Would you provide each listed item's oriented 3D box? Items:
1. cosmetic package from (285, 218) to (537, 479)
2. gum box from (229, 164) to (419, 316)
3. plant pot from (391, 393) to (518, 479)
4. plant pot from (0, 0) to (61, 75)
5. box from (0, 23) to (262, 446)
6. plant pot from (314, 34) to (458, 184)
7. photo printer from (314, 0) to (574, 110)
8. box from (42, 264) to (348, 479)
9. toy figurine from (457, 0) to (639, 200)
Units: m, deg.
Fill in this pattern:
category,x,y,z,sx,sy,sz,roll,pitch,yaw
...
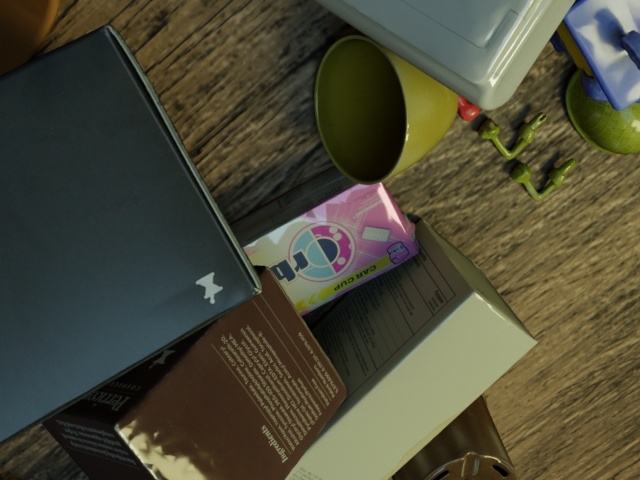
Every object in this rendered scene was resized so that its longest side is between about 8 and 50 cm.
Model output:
category,x,y,z,sx,sy,sz,roll,pitch,yaw
cosmetic package,0.060,0.145,0.806,0.113,0.160,0.309,38,105,-28
gum box,0.000,0.000,0.768,0.188,0.062,0.107,-29,120,4
plant pot,0.140,0.243,0.872,0.167,0.165,0.166,-5,119,-9
plant pot,-0.357,-0.156,0.500,0.291,0.291,0.203,-41,101,10
box,-0.245,0.034,0.531,0.343,0.312,0.178,-31,98,-11
plant pot,0.071,-0.126,0.692,0.095,0.134,0.134,-15,123,-33
photo printer,0.068,-0.279,0.530,0.308,0.107,0.256,37,108,18
box,-0.118,0.150,0.701,0.203,0.169,0.167,-47,118,-36
toy figurine,0.224,-0.151,0.649,0.191,0.217,0.362,-37,119,8
